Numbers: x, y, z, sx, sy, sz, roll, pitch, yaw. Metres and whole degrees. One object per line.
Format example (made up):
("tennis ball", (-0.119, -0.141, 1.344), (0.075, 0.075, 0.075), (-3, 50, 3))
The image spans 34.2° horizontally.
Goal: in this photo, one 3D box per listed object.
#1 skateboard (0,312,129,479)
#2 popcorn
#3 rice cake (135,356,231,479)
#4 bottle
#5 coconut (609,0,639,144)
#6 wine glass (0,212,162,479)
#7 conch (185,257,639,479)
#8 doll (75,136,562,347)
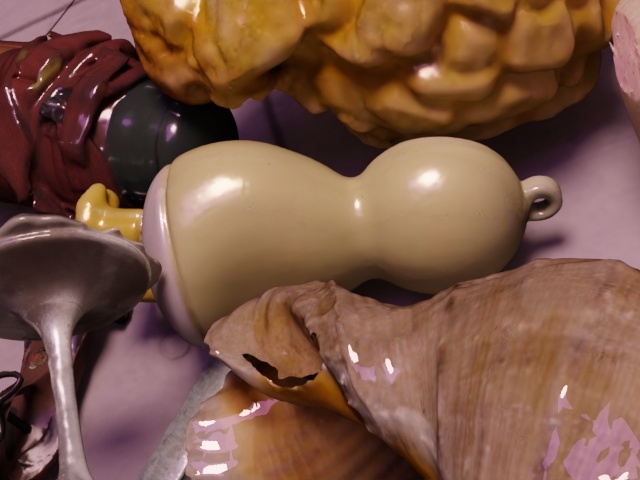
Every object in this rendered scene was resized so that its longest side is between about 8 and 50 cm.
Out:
("skateboard", (-0.187, 0.088, 0.694), (0.067, 0.080, 0.151), (4, 63, 17))
("popcorn", (0.036, -0.187, 0.672), (0.332, 0.225, 0.264), (-10, 48, -1))
("rice cake", (-0.092, 0.145, 0.653), (0.033, 0.029, 0.170), (21, 69, 27))
("bottle", (-0.190, -0.073, 0.765), (0.271, 0.156, 0.143), (10, 31, 26))
("coconut", (0.248, -0.105, 0.576), (0.171, 0.183, 0.170), (-12, 56, 19))
("wine glass", (-0.122, 0.112, 0.520), (0.156, 0.156, 0.232), (-21, 59, 8))
("conch", (0.074, 0.129, 0.507), (0.324, 0.186, 0.263), (18, 82, 52))
("doll", (0.000, -0.008, 0.655), (0.296, 0.141, 0.117), (-11, 39, 2))
